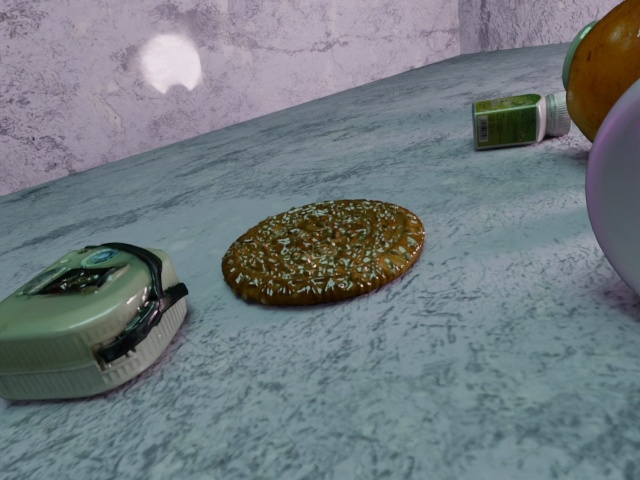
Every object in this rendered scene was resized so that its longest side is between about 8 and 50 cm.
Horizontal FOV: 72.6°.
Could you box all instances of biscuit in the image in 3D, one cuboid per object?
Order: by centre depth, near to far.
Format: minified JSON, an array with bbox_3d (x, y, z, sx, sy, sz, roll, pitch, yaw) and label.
[{"bbox_3d":[0.000,0.000,0.635,0.305,0.038,0.305,-10,25,5],"label":"biscuit"}]

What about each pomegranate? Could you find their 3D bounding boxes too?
[{"bbox_3d":[0.540,-0.253,0.695,0.264,0.264,0.264,-10,25,5],"label":"pomegranate"}]

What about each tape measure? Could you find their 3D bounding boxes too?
[{"bbox_3d":[-0.258,0.067,0.524,0.207,0.115,0.235,-9,25,12],"label":"tape measure"}]

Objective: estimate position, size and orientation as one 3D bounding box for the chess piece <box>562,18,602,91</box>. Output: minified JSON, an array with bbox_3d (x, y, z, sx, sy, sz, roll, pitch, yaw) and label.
[{"bbox_3d":[0.733,-0.388,0.981,0.194,0.195,0.299,-20,35,-17],"label":"chess piece"}]

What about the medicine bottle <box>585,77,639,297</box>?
[{"bbox_3d":[0.413,-0.066,0.344,0.301,0.241,0.241,-19,26,-15],"label":"medicine bottle"}]

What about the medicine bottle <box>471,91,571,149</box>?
[{"bbox_3d":[0.426,-0.260,0.935,0.188,0.088,0.132,-3,26,20],"label":"medicine bottle"}]
